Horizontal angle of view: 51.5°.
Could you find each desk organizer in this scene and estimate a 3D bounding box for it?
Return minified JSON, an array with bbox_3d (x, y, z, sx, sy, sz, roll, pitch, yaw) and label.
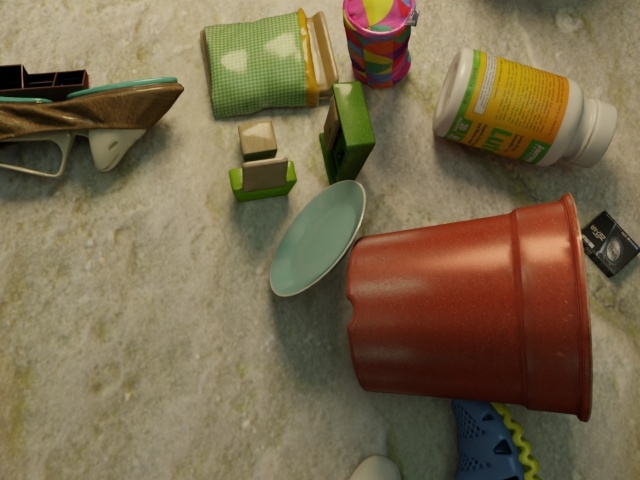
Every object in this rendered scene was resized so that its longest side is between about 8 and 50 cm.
[{"bbox_3d":[-0.410,-0.230,0.976,0.130,0.050,0.047,-7,75,-8],"label":"desk organizer"}]

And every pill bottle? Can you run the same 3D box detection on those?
[{"bbox_3d":[0.306,-0.191,1.002,0.246,0.136,0.136,17,73,-1],"label":"pill bottle"}]

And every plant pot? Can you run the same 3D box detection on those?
[{"bbox_3d":[0.181,0.085,0.831,0.265,0.272,0.272,-3,73,15],"label":"plant pot"}]

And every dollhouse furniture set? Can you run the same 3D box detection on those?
[{"bbox_3d":[-0.060,-0.231,0.964,0.198,0.151,0.301,-10,75,-9],"label":"dollhouse furniture set"}]

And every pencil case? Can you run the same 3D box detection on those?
[{"bbox_3d":[0.088,-0.298,0.956,0.104,0.236,0.104,0,85,3],"label":"pencil case"}]

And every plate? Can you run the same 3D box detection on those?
[{"bbox_3d":[0.000,0.000,0.900,0.024,0.188,0.188,36,71,-25],"label":"plate"}]

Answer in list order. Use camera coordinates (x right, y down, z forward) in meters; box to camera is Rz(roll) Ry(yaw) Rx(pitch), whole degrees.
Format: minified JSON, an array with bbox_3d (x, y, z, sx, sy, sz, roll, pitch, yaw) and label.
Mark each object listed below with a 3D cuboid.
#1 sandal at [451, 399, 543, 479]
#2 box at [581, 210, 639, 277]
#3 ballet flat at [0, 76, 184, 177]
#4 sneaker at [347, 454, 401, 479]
[{"bbox_3d":[0.214,0.350,0.844,0.138,0.126,0.317,-10,74,-5],"label":"sandal"},{"bbox_3d":[0.441,0.005,1.021,0.067,0.018,0.083,-37,81,-15],"label":"box"},{"bbox_3d":[-0.360,-0.154,0.939,0.343,0.116,0.124,-7,95,-8],"label":"ballet flat"},{"bbox_3d":[0.051,0.374,0.829,0.080,0.094,0.212,25,72,3],"label":"sneaker"}]
